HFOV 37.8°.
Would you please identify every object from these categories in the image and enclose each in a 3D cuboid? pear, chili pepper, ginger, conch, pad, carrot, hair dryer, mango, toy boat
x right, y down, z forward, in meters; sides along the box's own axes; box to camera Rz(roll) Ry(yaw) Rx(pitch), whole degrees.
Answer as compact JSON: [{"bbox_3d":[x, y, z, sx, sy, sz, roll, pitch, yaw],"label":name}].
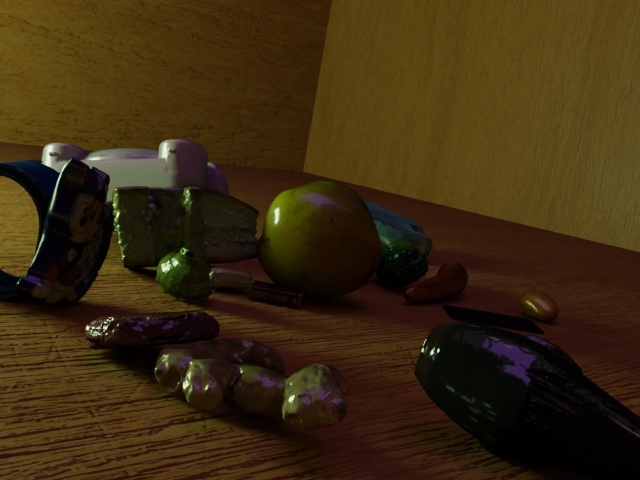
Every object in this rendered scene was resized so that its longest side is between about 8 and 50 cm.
[{"bbox_3d":[0.000,0.000,1.474,0.200,0.200,0.200,10,8,-1],"label":"pear"},{"bbox_3d":[0.147,0.040,1.736,0.100,0.074,0.257,-24,8,-5],"label":"chili pepper"},{"bbox_3d":[-0.067,0.135,0.861,0.149,0.065,0.258,0,5,-22],"label":"ginger"},{"bbox_3d":[-0.184,0.047,1.315,0.089,0.074,0.121,24,-34,-10],"label":"conch"},{"bbox_3d":[0.287,0.131,1.564,0.157,0.003,0.112,10,7,-2],"label":"pad"},{"bbox_3d":[0.217,0.079,1.668,0.066,0.062,0.271,45,20,9],"label":"carrot"},{"bbox_3d":[0.275,0.176,0.973,0.304,0.120,0.359,22,3,22],"label":"hair dryer"},{"bbox_3d":[0.385,0.118,1.641,0.060,0.046,0.089,6,21,-15],"label":"mango"},{"bbox_3d":[0.087,-0.020,2.119,0.330,0.123,0.215,20,14,-9],"label":"toy boat"}]

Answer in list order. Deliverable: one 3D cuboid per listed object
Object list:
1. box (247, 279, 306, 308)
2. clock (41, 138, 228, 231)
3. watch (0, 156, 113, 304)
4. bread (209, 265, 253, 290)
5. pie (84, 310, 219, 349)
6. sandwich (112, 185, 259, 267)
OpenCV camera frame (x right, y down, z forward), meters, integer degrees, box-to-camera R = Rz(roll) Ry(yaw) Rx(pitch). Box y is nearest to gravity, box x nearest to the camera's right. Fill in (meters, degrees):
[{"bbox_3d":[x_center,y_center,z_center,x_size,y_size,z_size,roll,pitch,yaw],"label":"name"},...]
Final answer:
[{"bbox_3d":[-0.065,0.081,1.408,0.082,0.023,0.051,10,9,4],"label":"box"},{"bbox_3d":[-0.311,-0.084,1.667,0.295,0.113,0.322,-1,-12,11],"label":"clock"},{"bbox_3d":[-0.370,-0.020,1.164,0.200,0.196,0.171,18,-1,6],"label":"watch"},{"bbox_3d":[-0.150,0.057,1.439,0.070,0.035,0.083,6,2,-28],"label":"bread"},{"bbox_3d":[-0.177,0.094,0.992,0.153,0.038,0.153,-5,-5,0],"label":"pie"},{"bbox_3d":[-0.204,-0.021,1.463,0.236,0.122,0.128,-2,-3,-13],"label":"sandwich"}]
